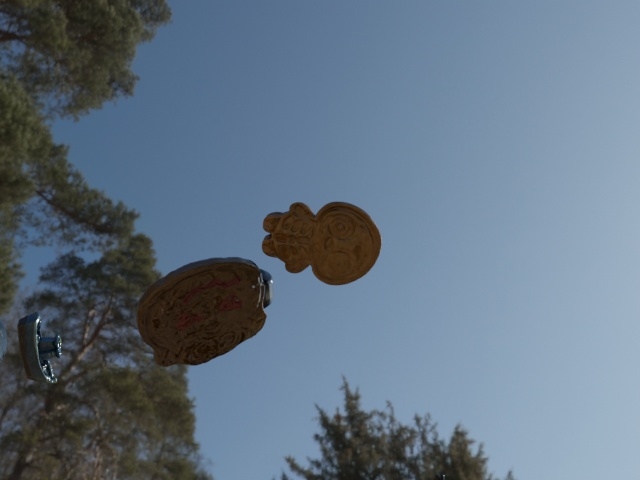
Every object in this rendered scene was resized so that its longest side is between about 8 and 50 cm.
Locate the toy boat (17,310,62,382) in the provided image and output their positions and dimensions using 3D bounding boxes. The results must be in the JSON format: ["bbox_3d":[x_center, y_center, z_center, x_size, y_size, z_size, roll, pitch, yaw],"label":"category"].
[{"bbox_3d":[-0.462,0.182,1.093,0.061,0.060,0.137,-4,-66,-16],"label":"toy boat"}]

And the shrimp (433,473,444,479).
[{"bbox_3d":[0.168,0.540,1.200,0.066,0.262,0.117,21,-3,25],"label":"shrimp"}]

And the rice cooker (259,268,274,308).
[{"bbox_3d":[-0.195,0.123,1.613,0.165,0.112,0.106,-2,-70,-22],"label":"rice cooker"}]

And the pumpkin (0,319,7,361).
[{"bbox_3d":[-0.745,0.215,1.315,0.224,0.223,0.157,-2,-73,1],"label":"pumpkin"}]

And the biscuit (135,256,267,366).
[{"bbox_3d":[-0.238,0.151,1.353,0.273,0.049,0.257,-20,-50,-21],"label":"biscuit"}]

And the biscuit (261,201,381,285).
[{"bbox_3d":[0.000,0.000,1.559,0.289,0.044,0.202,11,-77,5],"label":"biscuit"}]
